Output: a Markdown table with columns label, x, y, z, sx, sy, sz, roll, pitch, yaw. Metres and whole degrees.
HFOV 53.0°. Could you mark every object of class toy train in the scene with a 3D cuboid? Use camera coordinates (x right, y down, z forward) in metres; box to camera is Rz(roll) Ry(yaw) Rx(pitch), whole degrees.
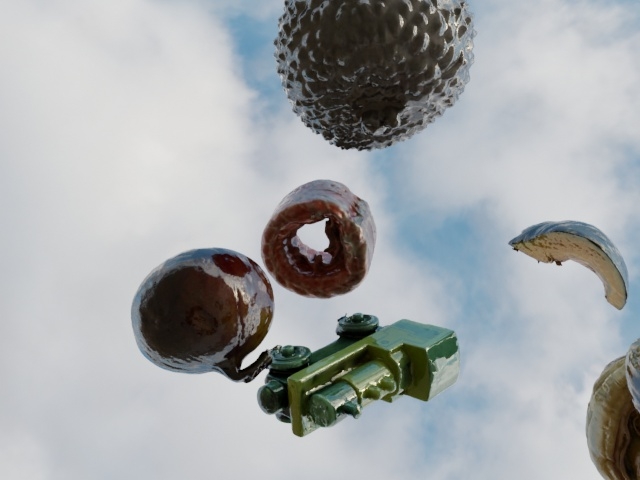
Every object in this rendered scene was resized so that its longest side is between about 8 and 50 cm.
| label | x | y | z | sx | sy | sz | roll | pitch | yaw |
| --- | --- | --- | --- | --- | --- | --- | --- | --- | --- |
| toy train | 0.064 | 0.247 | 1.181 | 0.237 | 0.369 | 0.150 | 8 | -71 | 43 |

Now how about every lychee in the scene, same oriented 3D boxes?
| label | x | y | z | sx | sy | sz | roll | pitch | yaw |
| --- | --- | --- | --- | --- | --- | --- | --- | --- | --- |
| lychee | 0.104 | -0.367 | 1.228 | 0.380 | 0.432 | 0.380 | 0 | -34 | 0 |

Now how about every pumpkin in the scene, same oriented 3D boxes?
| label | x | y | z | sx | sy | sz | roll | pitch | yaw |
| --- | --- | --- | --- | --- | --- | --- | --- | --- | --- |
| pumpkin | 0.521 | 0.001 | 1.266 | 0.254 | 0.130 | 0.149 | 35 | -30 | 27 |

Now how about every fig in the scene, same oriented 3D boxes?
| label | x | y | z | sx | sy | sz | roll | pitch | yaw |
| --- | --- | --- | --- | --- | --- | --- | --- | --- | --- |
| fig | -0.188 | 0.118 | 1.038 | 0.235 | 0.235 | 0.214 | -3 | -112 | 13 |

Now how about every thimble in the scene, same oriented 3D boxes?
| label | x | y | z | sx | sy | sz | roll | pitch | yaw |
| --- | --- | --- | --- | --- | --- | --- | --- | --- | --- |
| thimble | 0.000 | 0.000 | 1.346 | 0.239 | 0.162 | 0.239 | 6 | -64 | 13 |

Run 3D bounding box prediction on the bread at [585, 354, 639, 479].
| label | x | y | z | sx | sy | sz | roll | pitch | yaw |
| --- | --- | --- | --- | --- | --- | --- | --- | --- | --- |
| bread | 0.479 | 0.257 | 0.900 | 0.198 | 0.120 | 0.236 | 5 | -65 | 17 |

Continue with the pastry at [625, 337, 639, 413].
| label | x | y | z | sx | sy | sz | roll | pitch | yaw |
| --- | --- | --- | --- | --- | --- | --- | --- | --- | --- |
| pastry | 0.385 | 0.164 | 0.610 | 0.093 | 0.182 | 0.192 | -27 | -100 | -12 |
